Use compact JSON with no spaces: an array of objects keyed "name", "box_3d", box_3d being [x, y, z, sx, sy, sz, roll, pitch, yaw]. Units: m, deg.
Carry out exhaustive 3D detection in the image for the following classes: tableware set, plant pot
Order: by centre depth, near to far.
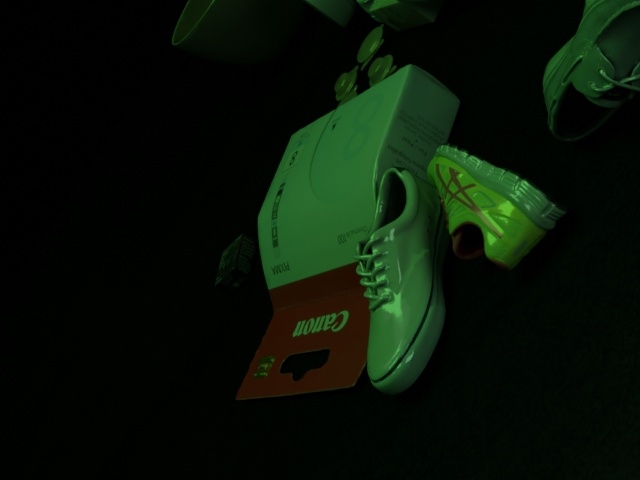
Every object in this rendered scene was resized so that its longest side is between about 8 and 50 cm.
[{"name":"tableware set","box_3d":[0.061,-0.246,1.522,0.141,0.020,0.169,-49,25,29]},{"name":"plant pot","box_3d":[-0.142,-0.462,2.008,0.284,0.191,0.284,-47,24,28]}]

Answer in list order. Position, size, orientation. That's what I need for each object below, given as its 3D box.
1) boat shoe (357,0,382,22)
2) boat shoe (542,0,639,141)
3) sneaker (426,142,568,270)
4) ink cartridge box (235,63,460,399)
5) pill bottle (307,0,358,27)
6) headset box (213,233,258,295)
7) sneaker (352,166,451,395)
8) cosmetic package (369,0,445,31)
[{"name":"boat shoe","box_3d":[0.126,-0.418,1.540,0.184,0.063,0.066,-40,28,40]},{"name":"boat shoe","box_3d":[0.250,-0.150,0.855,0.227,0.079,0.081,110,164,-71]},{"name":"sneaker","box_3d":[0.147,-0.031,0.972,0.094,0.081,0.208,-60,22,5]},{"name":"ink cartridge box","box_3d":[0.000,0.000,1.241,0.308,0.091,0.385,-20,43,58]},{"name":"pill bottle","box_3d":[0.074,-0.524,1.624,0.334,0.188,0.188,-55,22,10]},{"name":"headset box","box_3d":[-0.130,0.034,1.555,0.062,0.032,0.083,-40,30,40]},{"name":"sneaker","box_3d":[0.073,0.035,1.031,0.094,0.091,0.258,-37,30,43]},{"name":"cosmetic package","box_3d":[0.124,-0.340,1.451,0.041,0.060,0.115,-63,20,-6]}]
